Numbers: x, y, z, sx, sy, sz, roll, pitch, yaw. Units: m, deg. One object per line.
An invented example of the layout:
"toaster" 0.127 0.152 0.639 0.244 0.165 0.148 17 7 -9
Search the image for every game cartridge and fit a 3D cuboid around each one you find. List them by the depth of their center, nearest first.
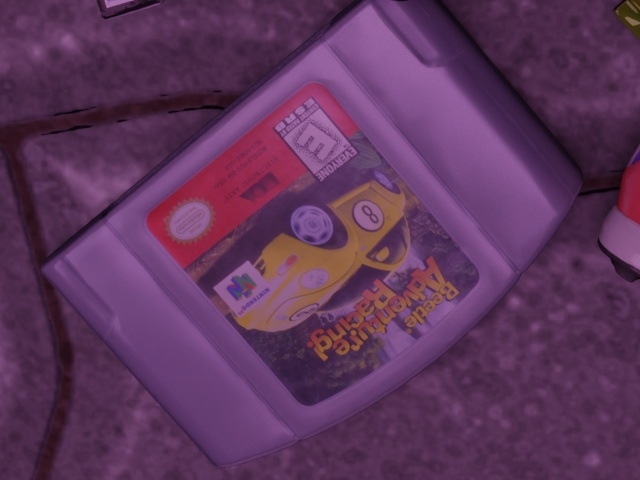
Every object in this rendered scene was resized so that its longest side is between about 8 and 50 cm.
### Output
"game cartridge" 0.000 0.000 1.144 0.294 0.060 0.196 -39 102 17

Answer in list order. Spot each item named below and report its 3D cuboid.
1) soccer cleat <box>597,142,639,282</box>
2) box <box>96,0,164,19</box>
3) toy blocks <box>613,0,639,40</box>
"soccer cleat" 0.321 0.017 1.078 0.318 0.108 0.116 22 105 3
"box" -0.125 -0.234 1.056 0.036 0.114 0.207 -15 105 12
"toy blocks" 0.283 -0.221 0.925 0.381 0.261 0.191 -43 97 18
